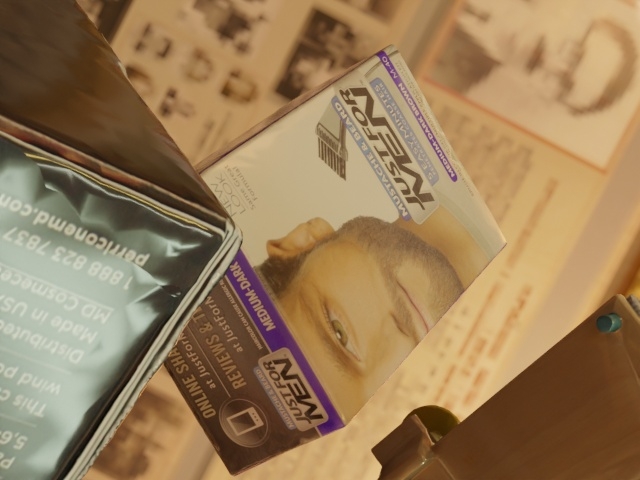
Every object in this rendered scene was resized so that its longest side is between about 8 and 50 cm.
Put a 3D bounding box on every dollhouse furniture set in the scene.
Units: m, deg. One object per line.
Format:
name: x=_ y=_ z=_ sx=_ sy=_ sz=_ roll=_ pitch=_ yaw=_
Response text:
dollhouse furniture set: x=0.230 y=0.146 z=0.987 sx=0.286 sy=0.303 sz=0.198 roll=-44 pitch=163 yaw=18

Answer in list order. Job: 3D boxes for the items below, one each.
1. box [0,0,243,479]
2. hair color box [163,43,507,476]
box: x=-0.348 y=0.028 z=0.869 sx=0.472 sy=0.297 sz=0.480 roll=-57 pitch=-145 yaw=12
hair color box: x=0.000 y=0.000 z=1.202 sx=0.110 sy=0.185 sz=0.339 roll=-26 pitch=-172 yaw=32
